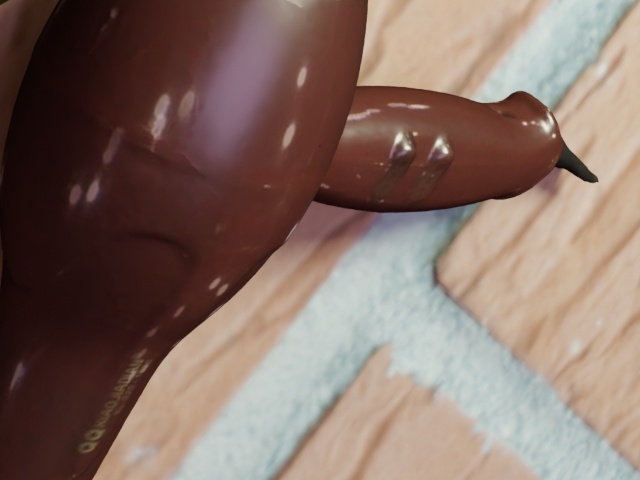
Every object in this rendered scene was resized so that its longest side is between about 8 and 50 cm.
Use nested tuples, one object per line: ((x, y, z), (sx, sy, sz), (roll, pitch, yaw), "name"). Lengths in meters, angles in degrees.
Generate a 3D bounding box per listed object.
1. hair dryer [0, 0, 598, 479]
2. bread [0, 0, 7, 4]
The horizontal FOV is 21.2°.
((0.000, 0.000, 0.769), (0.340, 0.123, 0.312), (1, 120, -45), "hair dryer")
((-0.201, -0.177, 0.487), (0.366, 0.129, 0.382), (28, 104, -45), "bread")
